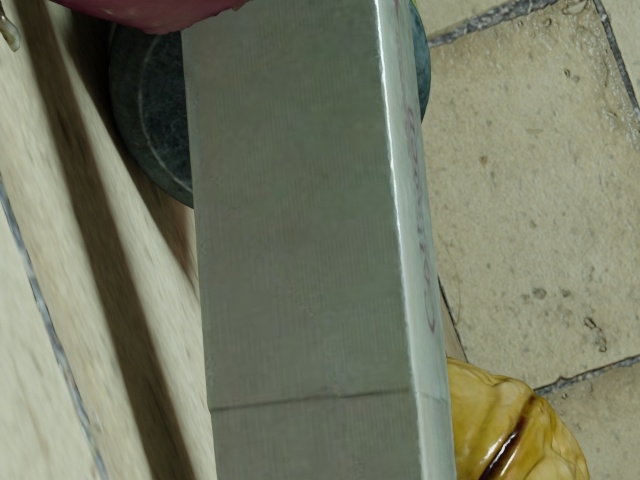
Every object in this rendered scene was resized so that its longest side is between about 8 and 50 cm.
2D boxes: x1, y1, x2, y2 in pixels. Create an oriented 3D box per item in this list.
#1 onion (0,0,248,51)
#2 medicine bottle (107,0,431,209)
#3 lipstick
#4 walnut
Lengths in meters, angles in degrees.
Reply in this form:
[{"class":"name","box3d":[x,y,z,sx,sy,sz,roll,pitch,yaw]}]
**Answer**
[{"class":"onion","box3d":[-0.069,-0.181,0.583,0.201,0.207,0.200,32,-18,12]},{"class":"medicine bottle","box3d":[-0.034,-0.137,0.913,0.293,0.141,0.141,-102,169,-57]},{"class":"lipstick","box3d":[0.000,0.000,0.688,0.076,0.080,0.371,39,44,-74]},{"class":"walnut","box3d":[0.062,0.125,0.943,0.180,0.144,0.144,-20,90,-80]}]
